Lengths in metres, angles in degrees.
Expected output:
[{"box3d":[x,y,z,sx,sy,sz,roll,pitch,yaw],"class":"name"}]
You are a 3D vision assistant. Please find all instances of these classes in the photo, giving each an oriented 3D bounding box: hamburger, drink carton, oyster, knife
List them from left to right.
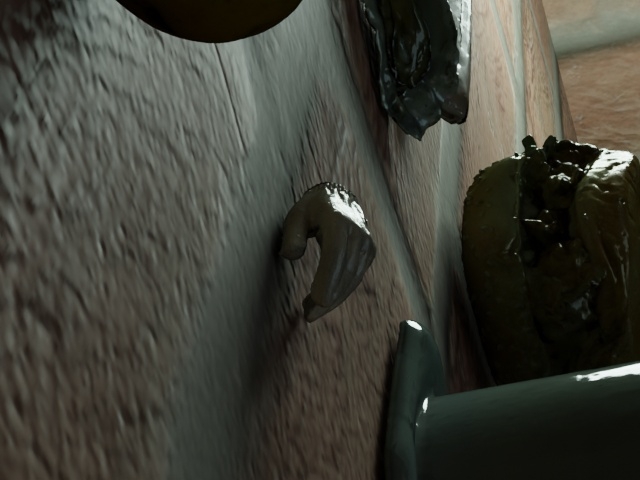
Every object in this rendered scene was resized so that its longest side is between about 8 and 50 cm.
[{"box3d":[0.042,-0.115,0.968,0.098,0.037,0.100,42,54,-37],"class":"oyster"},{"box3d":[0.076,-0.197,1.161,0.089,0.043,0.365,34,35,-21],"class":"knife"},{"box3d":[0.166,0.041,1.136,0.215,0.122,0.189,70,21,-46],"class":"hamburger"},{"box3d":[0.141,0.142,0.796,0.191,0.190,0.185,-75,155,-63],"class":"drink carton"}]

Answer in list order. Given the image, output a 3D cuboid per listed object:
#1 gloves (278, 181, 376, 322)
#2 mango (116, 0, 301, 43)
[{"box3d":[0.001,-0.001,0.666,0.044,0.037,0.081,28,45,-25],"class":"gloves"},{"box3d":[-0.040,-0.127,0.508,0.161,0.076,0.103,-93,160,-48],"class":"mango"}]
